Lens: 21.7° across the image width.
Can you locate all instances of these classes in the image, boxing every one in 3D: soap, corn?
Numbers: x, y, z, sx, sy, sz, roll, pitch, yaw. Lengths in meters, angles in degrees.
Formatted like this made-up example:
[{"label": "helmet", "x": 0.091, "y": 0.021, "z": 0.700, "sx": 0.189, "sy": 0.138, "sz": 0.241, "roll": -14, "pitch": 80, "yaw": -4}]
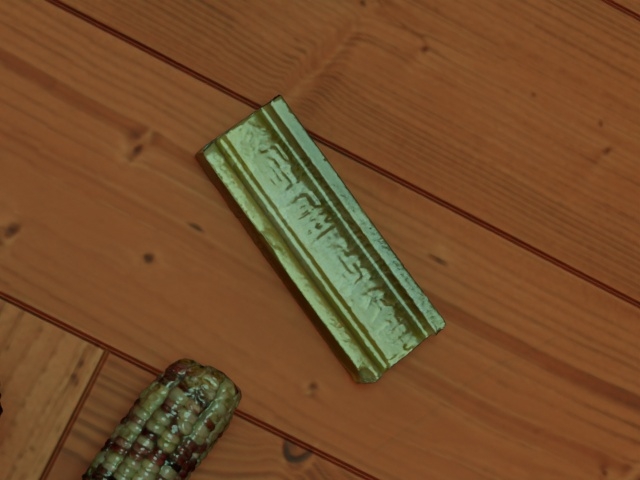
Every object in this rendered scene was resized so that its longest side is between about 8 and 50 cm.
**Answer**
[{"label": "soap", "x": 0.000, "y": 0.000, "z": 1.445, "sx": 0.092, "sy": 0.037, "sz": 0.252, "roll": -35, "pitch": 89, "yaw": -14}, {"label": "corn", "x": -0.154, "y": 0.199, "z": 1.360, "sx": 0.079, "sy": 0.079, "sz": 0.237, "roll": 36, "pitch": 78, "yaw": -4}]

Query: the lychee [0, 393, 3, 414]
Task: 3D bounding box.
[{"label": "lychee", "x": -0.339, "y": 0.142, "z": 1.273, "sx": 0.188, "sy": 0.188, "sz": 0.188, "roll": 2, "pitch": 79, "yaw": -12}]
